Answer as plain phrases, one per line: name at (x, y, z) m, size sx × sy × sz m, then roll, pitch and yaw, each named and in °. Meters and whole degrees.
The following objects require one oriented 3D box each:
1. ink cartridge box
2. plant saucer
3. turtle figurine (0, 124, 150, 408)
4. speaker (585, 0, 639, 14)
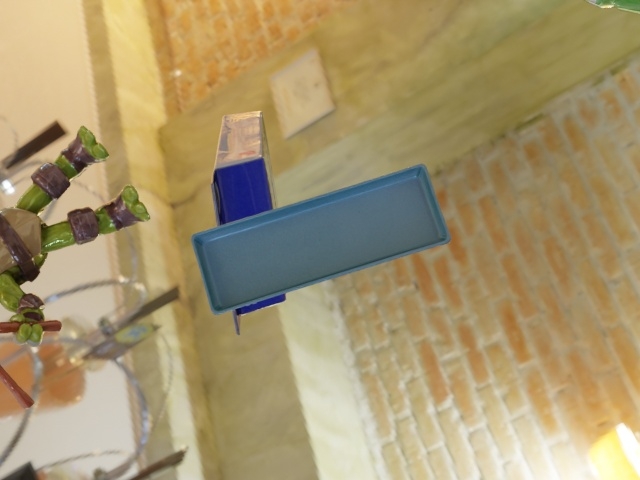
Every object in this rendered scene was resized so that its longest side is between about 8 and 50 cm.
ink cartridge box at (-0.085, -0.037, 1.257) m, size 0.371 × 0.069 × 0.176 m, roll -93°, pitch -5°, yaw -72°
plant saucer at (0.000, 0.000, 0.802) m, size 0.018 × 0.192 × 0.067 m, roll 84°, pitch 168°, yaw -76°
turtle figurine at (-0.269, 0.007, 0.947) m, size 0.269 × 0.217 × 0.087 m, roll 51°, pitch 163°, yaw 17°
speaker at (0.441, -0.300, 1.169) m, size 0.296 × 0.131 × 0.131 m, roll 20°, pitch -179°, yaw 26°
